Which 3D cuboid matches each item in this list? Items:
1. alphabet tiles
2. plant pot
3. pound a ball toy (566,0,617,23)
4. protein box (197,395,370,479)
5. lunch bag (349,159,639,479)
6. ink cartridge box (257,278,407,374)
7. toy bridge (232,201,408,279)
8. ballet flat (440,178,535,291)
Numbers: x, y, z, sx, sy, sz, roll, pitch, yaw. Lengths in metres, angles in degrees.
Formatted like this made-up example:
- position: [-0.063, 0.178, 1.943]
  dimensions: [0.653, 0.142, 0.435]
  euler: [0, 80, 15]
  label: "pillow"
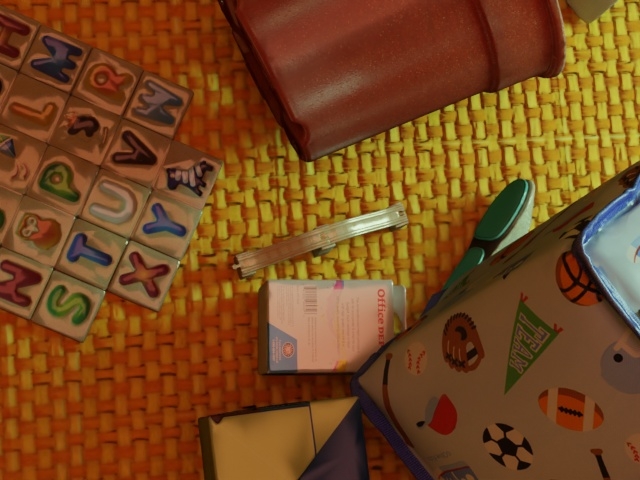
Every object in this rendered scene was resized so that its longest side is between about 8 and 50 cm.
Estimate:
- position: [-0.288, -0.071, 1.310]
  dimensions: [0.343, 0.011, 0.285]
  euler: [24, 79, -4]
  label: "alphabet tiles"
- position: [0.055, -0.222, 1.269]
  dimensions: [0.265, 0.272, 0.272]
  euler: [-28, 86, -3]
  label: "plant pot"
- position: [0.283, -0.427, 1.382]
  dimensions: [0.208, 0.136, 0.319]
  euler: [-36, 89, -11]
  label: "pound a ball toy"
- position: [-0.032, 0.252, 1.201]
  dimensions: [0.136, 0.201, 0.199]
  euler: [-6, 83, -9]
  label: "protein box"
- position: [0.268, 0.175, 1.126]
  dimensions: [0.385, 0.328, 0.239]
  euler: [52, 47, -1]
  label: "lunch bag"
- position: [0.013, 0.088, 1.289]
  dimensions: [0.143, 0.090, 0.092]
  euler: [1, 82, -9]
  label: "ink cartridge box"
- position: [0.000, 0.000, 1.314]
  dimensions: [0.188, 0.063, 0.026]
  euler: [-18, 85, -11]
  label: "toy bridge"
- position: [0.181, 0.014, 1.352]
  dimensions: [0.052, 0.057, 0.168]
  euler: [39, 81, -29]
  label: "ballet flat"
